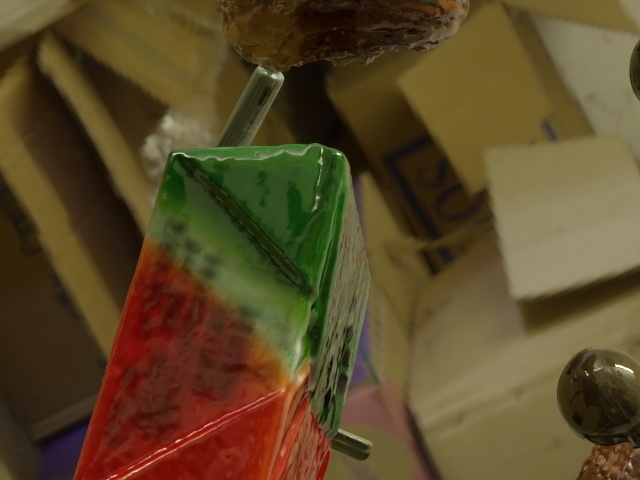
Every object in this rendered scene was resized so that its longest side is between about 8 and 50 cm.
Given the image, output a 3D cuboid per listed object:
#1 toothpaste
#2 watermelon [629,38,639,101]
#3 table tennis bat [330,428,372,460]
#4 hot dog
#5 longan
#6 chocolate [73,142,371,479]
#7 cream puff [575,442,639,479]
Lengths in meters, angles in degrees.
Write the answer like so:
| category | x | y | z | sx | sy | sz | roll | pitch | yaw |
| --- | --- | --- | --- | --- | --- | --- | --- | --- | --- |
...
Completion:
| category | x | y | z | sx | sy | sz | roll | pitch | yaw |
| --- | --- | --- | --- | --- | --- | --- | --- | --- | --- |
| toothpaste | -0.103 | -0.138 | 2.151 | 0.037 | 0.255 | 0.067 | 38 | 23 | 24 |
| watermelon | 0.355 | -0.175 | 1.681 | 0.109 | 0.109 | 0.109 | 58 | 13 | -22 |
| table tennis bat | -0.053 | 0.171 | 1.720 | 0.246 | 0.138 | 0.022 | 27 | 65 | -25 |
| hot dog | 0.021 | -0.311 | 1.751 | 0.174 | 0.267 | 0.388 | 86 | 4 | -47 |
| longan | 0.298 | 0.167 | 1.734 | 0.119 | 0.106 | 0.106 | 50 | 6 | 24 |
| chocolate | -0.070 | 0.119 | 1.429 | 0.360 | 0.161 | 0.341 | 74 | 30 | -72 |
| cream puff | 0.450 | 0.365 | 2.196 | 0.303 | 0.303 | 0.212 | 61 | -25 | -9 |
